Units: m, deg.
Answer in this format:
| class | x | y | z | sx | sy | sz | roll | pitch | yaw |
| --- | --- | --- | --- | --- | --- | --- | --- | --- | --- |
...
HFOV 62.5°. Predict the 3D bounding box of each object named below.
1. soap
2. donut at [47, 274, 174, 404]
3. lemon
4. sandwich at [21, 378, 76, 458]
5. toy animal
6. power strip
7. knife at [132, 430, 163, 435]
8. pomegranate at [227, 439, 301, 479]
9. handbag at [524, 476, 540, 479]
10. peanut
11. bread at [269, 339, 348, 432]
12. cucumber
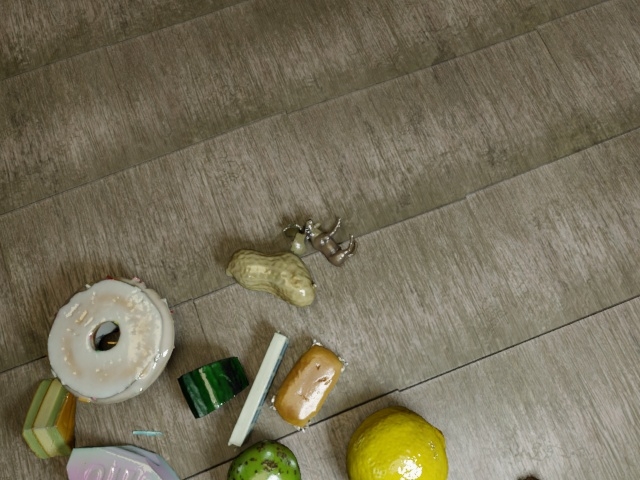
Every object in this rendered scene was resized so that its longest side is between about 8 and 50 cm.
| class | x | y | z | sx | sy | sz | roll | pitch | yaw |
| --- | --- | --- | --- | --- | --- | --- | --- | --- | --- |
| soap | -0.561 | 0.694 | 1.505 | 0.324 | 0.109 | 0.192 | 17 | 76 | 6 |
| donut | -0.620 | 0.296 | 1.588 | 0.383 | 0.142 | 0.382 | 0 | 75 | 0 |
| lemon | 0.207 | 0.596 | 1.438 | 0.293 | 0.293 | 0.293 | 0 | 76 | 1 |
| sandwich | -0.799 | 0.534 | 1.597 | 0.117 | 0.144 | 0.187 | -4 | 40 | -1 |
| toy animal | 0.000 | 0.000 | 1.683 | 0.186 | 0.094 | 0.214 | -38 | 86 | 0 |
| power strip | -0.179 | 0.445 | 1.564 | 0.043 | 0.106 | 0.367 | 21 | 78 | 10 |
| knife | -0.518 | 0.580 | 1.585 | 0.091 | 0.005 | 0.014 | 0 | 75 | 0 |
| pomegranate | -0.146 | 0.671 | 1.442 | 0.211 | 0.263 | 0.211 | -7 | 112 | -18 |
| handbag | 0.591 | 0.774 | 1.490 | 0.193 | 0.072 | 0.151 | -44 | 80 | -8 |
| peanut | -0.142 | 0.102 | 1.639 | 0.291 | 0.143 | 0.159 | 18 | 43 | 11 |
| bread | -0.037 | 0.428 | 1.568 | 0.136 | 0.107 | 0.241 | 34 | 79 | 6 |
| cucumber | -0.312 | 0.418 | 1.539 | 0.191 | 0.191 | 0.130 | -26 | 85 | -6 |
